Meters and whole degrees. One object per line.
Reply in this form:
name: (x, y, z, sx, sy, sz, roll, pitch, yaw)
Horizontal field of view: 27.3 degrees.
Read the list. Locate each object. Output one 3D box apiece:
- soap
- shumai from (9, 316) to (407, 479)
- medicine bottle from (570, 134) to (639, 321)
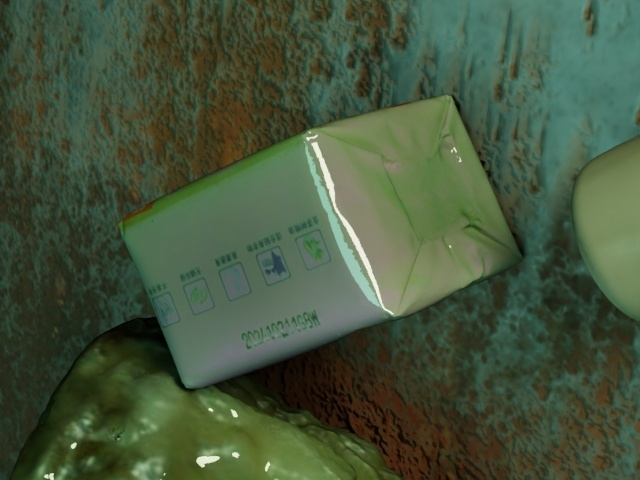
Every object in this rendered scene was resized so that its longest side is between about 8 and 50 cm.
soap: (0.000, 0.000, 0.913, 0.199, 0.182, 0.138, -22, 90, 39)
shumai: (-0.048, 0.267, 0.986, 0.348, 0.395, 0.395, 8, 111, 14)
medicine bottle: (0.269, -0.041, 0.737, 0.252, 0.114, 0.114, -28, 87, 40)
